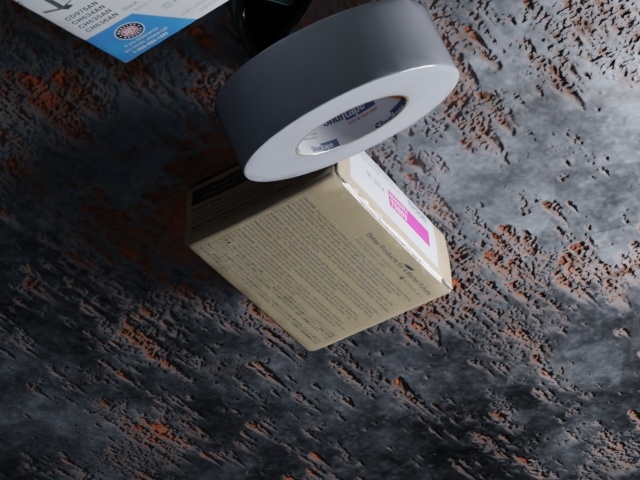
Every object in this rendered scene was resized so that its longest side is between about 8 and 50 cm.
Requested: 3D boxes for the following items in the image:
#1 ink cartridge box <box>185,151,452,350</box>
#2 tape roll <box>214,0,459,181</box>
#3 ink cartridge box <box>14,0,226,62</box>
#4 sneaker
[{"bbox_3d":[0.000,0.000,1.613,0.193,0.088,0.235,-25,133,23],"label":"ink cartridge box"},{"bbox_3d":[0.015,-0.136,1.384,0.219,0.072,0.219,-24,170,-5],"label":"tape roll"},{"bbox_3d":[-0.181,-0.284,1.179,0.171,0.168,0.233,-26,149,27],"label":"ink cartridge box"},{"bbox_3d":[-0.014,-0.267,1.294,0.101,0.106,0.267,12,136,-13],"label":"sneaker"}]
